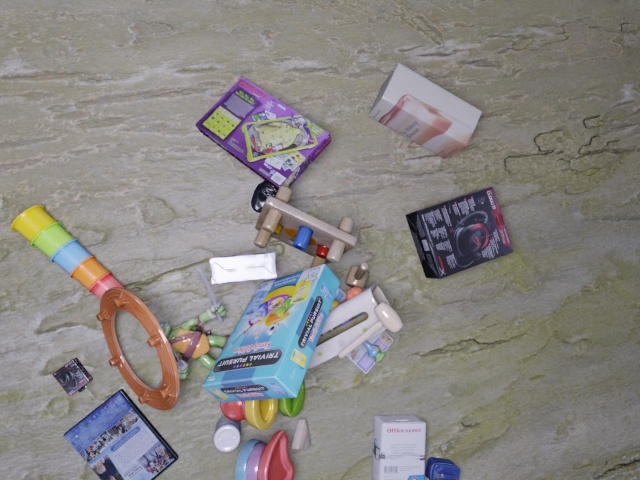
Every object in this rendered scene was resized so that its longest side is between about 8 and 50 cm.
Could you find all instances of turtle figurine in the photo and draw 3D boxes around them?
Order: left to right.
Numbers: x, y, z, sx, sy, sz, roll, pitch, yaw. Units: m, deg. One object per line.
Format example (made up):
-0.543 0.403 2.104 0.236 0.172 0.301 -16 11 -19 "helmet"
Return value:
-0.294 0.274 1.094 0.266 0.198 0.275 32 116 -22 "turtle figurine"

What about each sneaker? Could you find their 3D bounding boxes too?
-0.127 -0.175 1.207 0.079 0.121 0.217 40 81 -5 "sneaker"

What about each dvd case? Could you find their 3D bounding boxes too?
-0.539 0.560 1.136 0.180 0.022 0.253 -38 93 -11 "dvd case"

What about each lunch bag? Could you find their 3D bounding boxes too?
0.377 0.711 1.270 0.098 0.065 0.067 11 85 -9 "lunch bag"

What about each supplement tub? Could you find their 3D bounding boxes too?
-0.255 0.526 1.146 0.071 0.107 0.071 1 87 -10 "supplement tub"

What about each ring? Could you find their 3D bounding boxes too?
-0.464 0.276 1.035 0.032 0.336 0.337 -26 92 -47 "ring"

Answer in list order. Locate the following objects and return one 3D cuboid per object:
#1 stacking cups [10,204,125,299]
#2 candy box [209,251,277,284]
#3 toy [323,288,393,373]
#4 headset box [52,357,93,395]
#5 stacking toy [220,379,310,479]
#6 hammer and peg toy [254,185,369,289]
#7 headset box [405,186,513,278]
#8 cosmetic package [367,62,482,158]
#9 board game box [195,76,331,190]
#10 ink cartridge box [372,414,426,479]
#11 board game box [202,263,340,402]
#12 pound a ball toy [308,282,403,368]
-0.656 0.043 1.114 0.316 0.096 0.096 42 80 -7 "stacking cups"
-0.209 0.074 1.138 0.164 0.196 0.070 -5 88 -10 "candy box"
0.101 0.274 1.254 0.237 0.056 0.137 44 79 -5 "toy"
-0.663 0.369 1.120 0.062 0.032 0.083 -36 92 -11 "headset box"
-0.149 0.498 1.129 0.130 0.279 0.309 -6 91 22 "stacking toy"
0.000 0.000 1.147 0.361 0.266 0.127 25 71 -7 "hammer and peg toy"
0.447 -0.028 1.308 0.293 0.110 0.218 -19 90 -11 "headset box"
0.317 -0.391 1.288 0.296 0.153 0.129 27 81 -6 "cosmetic package"
-0.165 -0.304 1.176 0.347 0.056 0.208 38 84 20 "board game box"
0.233 0.628 1.241 0.139 0.082 0.191 4 84 -10 "ink cartridge box"
-0.114 0.226 1.039 0.079 0.253 0.336 51 40 -24 "board game box"
0.061 0.217 1.110 0.319 0.208 0.136 -32 86 18 "pound a ball toy"
